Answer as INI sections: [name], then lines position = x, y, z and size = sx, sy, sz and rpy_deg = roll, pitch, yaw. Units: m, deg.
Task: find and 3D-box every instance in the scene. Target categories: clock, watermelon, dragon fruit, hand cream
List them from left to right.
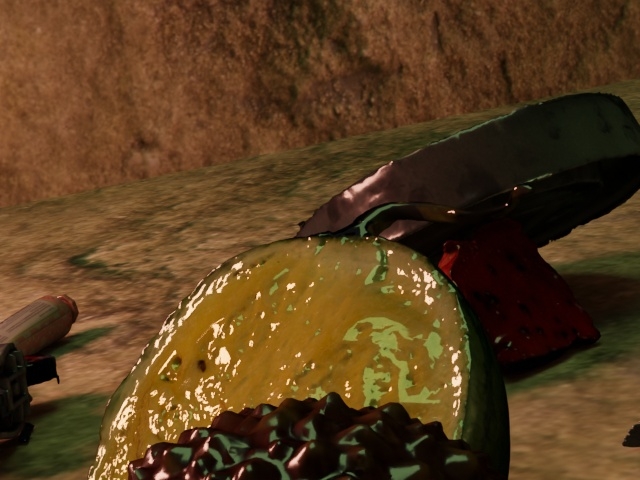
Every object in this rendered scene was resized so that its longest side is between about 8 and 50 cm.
[hand cream]
position = -0.284, 0.096, 1.349
size = 0.067, 0.043, 0.209
rpy_deg = 0, 17, 25
[watermelon]
position = -0.001, 0.103, 0.645
size = 0.204, 0.127, 0.232
rpy_deg = -9, 47, 39
[dragon fruit]
position = 0.106, 0.073, 1.088
size = 0.192, 0.122, 0.092
rpy_deg = -27, -20, -52
[clock]
position = 0.125, -0.026, 1.237
size = 0.312, 0.061, 0.312
rpy_deg = -21, -12, -5

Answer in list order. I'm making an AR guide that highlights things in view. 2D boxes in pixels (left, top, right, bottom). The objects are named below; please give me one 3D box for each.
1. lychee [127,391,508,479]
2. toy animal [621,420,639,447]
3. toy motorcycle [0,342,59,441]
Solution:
[lychee]
position = -0.007, 0.133, 0.440
size = 0.188, 0.188, 0.188
rpy_deg = -9, 9, 1
[toy animal]
position = 0.213, 0.102, 0.843
size = 0.084, 0.050, 0.028
rpy_deg = -41, 15, 36
[toy motorcycle]
position = -0.266, 0.117, 1.094
size = 0.122, 0.080, 0.215
rpy_deg = -6, 4, 3
